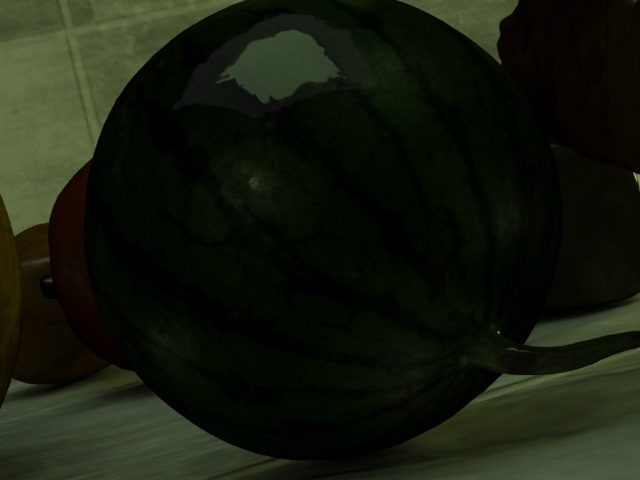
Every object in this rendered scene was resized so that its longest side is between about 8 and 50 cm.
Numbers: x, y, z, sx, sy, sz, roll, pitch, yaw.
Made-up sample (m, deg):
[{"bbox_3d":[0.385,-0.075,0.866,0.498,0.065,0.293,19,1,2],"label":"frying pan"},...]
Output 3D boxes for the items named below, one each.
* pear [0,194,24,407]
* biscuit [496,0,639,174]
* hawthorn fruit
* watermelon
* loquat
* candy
[{"bbox_3d":[-0.282,0.013,0.884,0.280,0.281,0.281,-13,3,1],"label":"pear"},{"bbox_3d":[0.283,-0.100,0.718,0.395,0.166,0.342,2,8,-1],"label":"biscuit"},{"bbox_3d":[-0.096,0.008,1.120,0.188,0.169,0.169,-9,5,16],"label":"hawthorn fruit"},{"bbox_3d":[0.007,0.001,0.709,0.188,0.188,0.214,-16,45,-36],"label":"watermelon"},{"bbox_3d":[-0.171,0.040,1.244,0.137,0.113,0.137,-12,-5,-1],"label":"loquat"},{"bbox_3d":[0.116,-0.015,1.077,0.102,0.104,0.234,-13,3,-9],"label":"candy"}]
